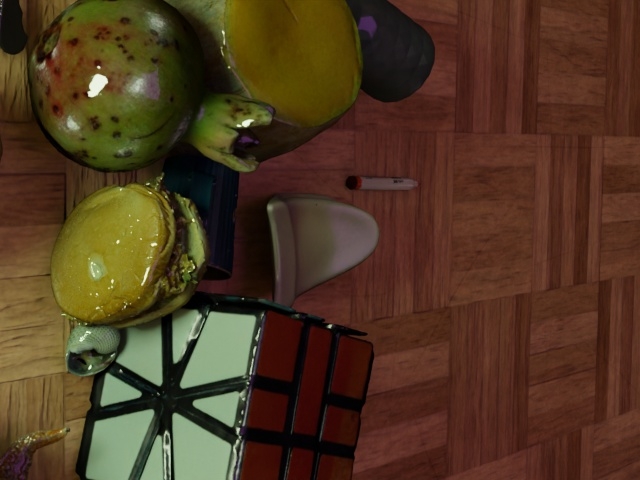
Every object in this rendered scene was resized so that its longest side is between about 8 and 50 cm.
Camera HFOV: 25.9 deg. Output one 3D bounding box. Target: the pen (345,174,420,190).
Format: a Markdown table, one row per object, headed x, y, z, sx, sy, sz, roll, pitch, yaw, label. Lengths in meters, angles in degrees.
| x | y | z | sx | sy | sz | roll | pitch | yaw | label |
| --- | --- | --- | --- | --- | --- | --- | --- | --- | --- |
| 0.116 | -0.100 | 2.437 | 0.218 | 0.026 | 0.026 | -2 | 95 | -54 | pen |

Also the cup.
| x | y | z | sx | sy | sz | roll | pitch | yaw | label |
| --- | --- | --- | --- | --- | --- | --- | --- | --- | --- |
| -0.174 | -0.037 | 1.940 | 0.131 | 0.176 | 0.155 | 10 | 76 | -9 | cup |

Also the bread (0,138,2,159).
| x | y | z | sx | sy | sz | roll | pitch | yaw | label |
| --- | --- | --- | --- | --- | --- | --- | --- | --- | --- |
| -0.461 | -0.099 | 1.550 | 0.230 | 0.123 | 0.230 | -33 | 129 | -54 | bread |

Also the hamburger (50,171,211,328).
| x | y | z | sx | sy | sz | roll | pitch | yaw | label |
| --- | --- | --- | --- | --- | --- | --- | --- | --- | --- |
| -0.253 | 0.025 | 1.812 | 0.122 | 0.215 | 0.189 | 28 | 41 | -56 | hamburger |

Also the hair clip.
| x | y | z | sx | sy | sz | roll | pitch | yaw | label |
| --- | --- | --- | --- | --- | --- | --- | --- | --- | --- |
| -0.018 | 0.000 | 2.207 | 0.282 | 0.113 | 0.172 | -16 | 106 | -47 | hair clip |

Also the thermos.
| x | y | z | sx | sy | sz | roll | pitch | yaw | label |
| --- | --- | --- | --- | --- | --- | --- | --- | --- | --- |
| 0.053 | -0.349 | 2.239 | 0.286 | 0.145 | 0.182 | 30 | 38 | -50 | thermos |

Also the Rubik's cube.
| x | y | z | sx | sy | sz | roll | pitch | yaw | label |
| --- | --- | --- | --- | --- | --- | --- | --- | --- | --- |
| -0.126 | 0.230 | 1.922 | 0.283 | 0.288 | 0.293 | 25 | 75 | -51 | Rubik's cube |

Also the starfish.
| x | y | z | sx | sy | sz | roll | pitch | yaw | label |
| --- | --- | --- | --- | --- | --- | --- | --- | --- | --- |
| -0.397 | 0.304 | 1.740 | 0.247 | 0.050 | 0.138 | -5 | 102 | -41 | starfish |

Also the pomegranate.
| x | y | z | sx | sy | sz | roll | pitch | yaw | label |
| --- | --- | --- | --- | --- | --- | --- | --- | --- | --- |
| -0.214 | -0.199 | 1.765 | 0.306 | 0.242 | 0.242 | 2 | 92 | -26 | pomegranate |

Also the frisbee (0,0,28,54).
| x | y | z | sx | sy | sz | roll | pitch | yaw | label |
| --- | --- | --- | --- | --- | --- | --- | --- | --- | --- |
| -0.391 | -0.354 | 1.689 | 0.187 | 0.012 | 0.211 | 48 | 49 | -56 | frisbee |

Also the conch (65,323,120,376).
| x | y | z | sx | sy | sz | roll | pitch | yaw | label |
| --- | --- | --- | --- | --- | --- | --- | --- | --- | --- |
| -0.309 | 0.139 | 1.854 | 0.085 | 0.056 | 0.076 | -8 | 123 | -35 | conch |

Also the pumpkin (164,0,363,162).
| x | y | z | sx | sy | sz | roll | pitch | yaw | label |
| --- | --- | --- | --- | --- | --- | --- | --- | --- | --- |
| -0.083 | -0.267 | 1.968 | 0.332 | 0.199 | 0.332 | 7 | 81 | -50 | pumpkin |
